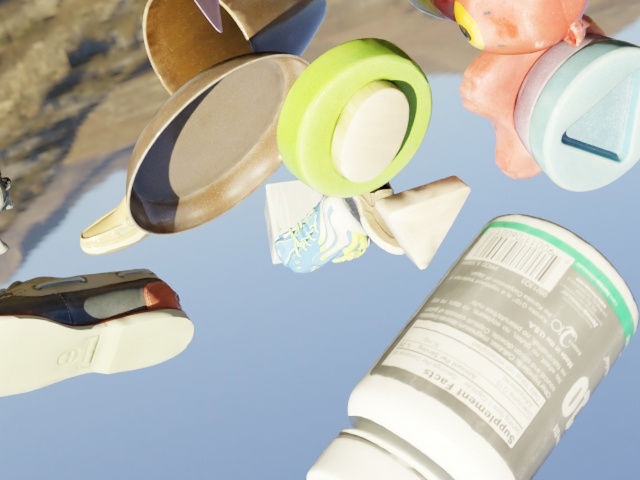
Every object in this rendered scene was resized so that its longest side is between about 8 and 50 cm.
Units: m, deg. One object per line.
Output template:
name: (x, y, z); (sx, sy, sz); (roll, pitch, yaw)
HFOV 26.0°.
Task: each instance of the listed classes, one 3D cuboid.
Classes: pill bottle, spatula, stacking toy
pill bottle: (0.159, 0.162, 1.455); (0.361, 0.204, 0.204); (-49, -160, -21)
spatula: (-0.167, -0.333, 1.584); (0.030, 0.084, 0.296); (-37, -139, 3)
stacking toy: (0.136, -0.097, 1.085); (0.279, 0.309, 0.130); (-48, -134, 3)

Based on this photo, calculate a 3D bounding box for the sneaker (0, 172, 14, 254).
sneaker: (-0.521, -0.101, 2.105); (0.108, 0.271, 0.100); (0, -174, -15)

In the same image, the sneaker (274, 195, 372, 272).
sneaker: (0.000, 0.000, 1.902); (0.126, 0.091, 0.240); (-27, 166, -1)

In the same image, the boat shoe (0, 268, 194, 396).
boat shoe: (-0.123, 0.037, 0.627); (0.137, 0.043, 0.049); (-5, 137, -38)

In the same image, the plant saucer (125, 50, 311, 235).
plant saucer: (-0.136, -0.135, 1.807); (0.311, 0.050, 0.310); (-35, 158, -17)

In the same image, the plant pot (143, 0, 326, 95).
plant pot: (-0.102, -0.317, 2.019); (0.215, 0.215, 0.230); (-10, -158, 47)

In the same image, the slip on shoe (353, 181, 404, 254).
slip on shoe: (0.072, -0.046, 1.660); (0.051, 0.135, 0.041); (-5, 147, -32)

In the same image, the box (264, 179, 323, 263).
box: (-0.038, -0.030, 2.163); (0.087, 0.102, 0.101); (-7, 158, -6)

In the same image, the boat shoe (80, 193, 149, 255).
boat shoe: (-0.260, -0.047, 1.961); (0.190, 0.072, 0.068); (-27, -141, -9)
